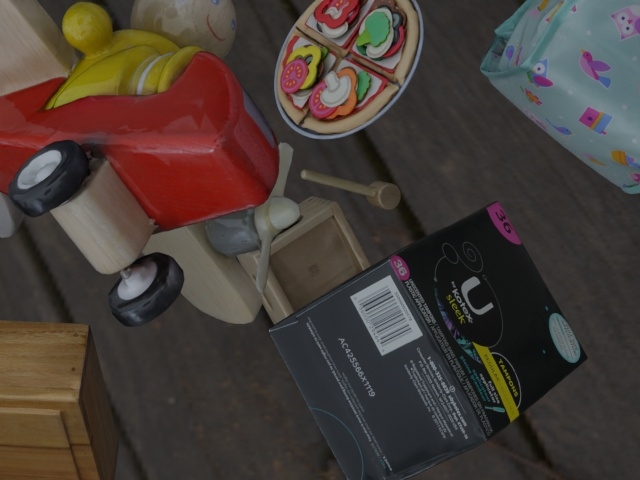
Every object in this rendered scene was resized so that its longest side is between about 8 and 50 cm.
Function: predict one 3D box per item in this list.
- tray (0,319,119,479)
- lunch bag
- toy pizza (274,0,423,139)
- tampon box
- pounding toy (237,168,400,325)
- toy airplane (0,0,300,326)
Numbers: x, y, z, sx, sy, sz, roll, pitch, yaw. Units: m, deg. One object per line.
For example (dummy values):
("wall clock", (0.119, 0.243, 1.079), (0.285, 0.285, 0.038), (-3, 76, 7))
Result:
("tray", (-0.380, 0.139, 1.154), (0.410, 0.203, 0.076), (3, 55, 2))
("lunch bag", (0.294, -0.163, 1.512), (0.223, 0.262, 0.160), (34, 85, -7))
("toy pizza", (0.024, -0.208, 1.613), (0.201, 0.032, 0.201), (-17, 60, 31))
("tampon box", (0.070, 0.063, 0.893), (0.101, 0.161, 0.120), (-31, 87, 34))
("pounding toy", (0.000, -0.011, 1.805), (0.181, 0.206, 0.094), (62, 164, -17))
("toy airplane", (-0.181, -0.109, 1.155), (0.384, 0.386, 0.272), (38, 72, 10))
